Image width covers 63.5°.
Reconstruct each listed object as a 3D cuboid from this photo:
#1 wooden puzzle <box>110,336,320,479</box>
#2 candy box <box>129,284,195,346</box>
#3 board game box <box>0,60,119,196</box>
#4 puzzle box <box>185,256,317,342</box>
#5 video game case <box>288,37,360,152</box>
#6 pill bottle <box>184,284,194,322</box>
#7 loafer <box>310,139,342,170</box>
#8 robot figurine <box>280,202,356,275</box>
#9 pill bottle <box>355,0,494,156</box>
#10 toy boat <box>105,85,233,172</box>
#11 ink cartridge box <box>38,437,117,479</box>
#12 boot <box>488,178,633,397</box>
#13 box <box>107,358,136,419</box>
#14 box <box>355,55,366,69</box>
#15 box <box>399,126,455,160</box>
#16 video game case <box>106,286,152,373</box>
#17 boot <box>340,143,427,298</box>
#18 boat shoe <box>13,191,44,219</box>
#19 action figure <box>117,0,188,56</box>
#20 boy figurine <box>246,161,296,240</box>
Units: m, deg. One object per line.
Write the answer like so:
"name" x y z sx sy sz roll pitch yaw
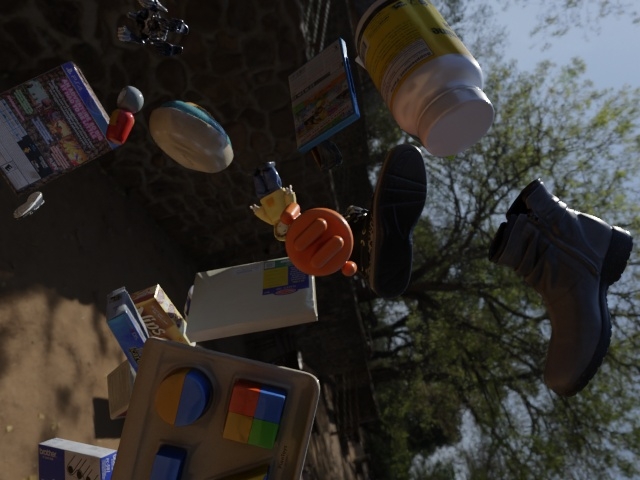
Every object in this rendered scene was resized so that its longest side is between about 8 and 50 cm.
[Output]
"wooden puzzle" -0.201 0.369 0.933 0.080 0.347 0.323 43 59 -85
"candy box" -0.658 0.342 2.083 0.088 0.182 0.317 -98 166 -57
"board game box" -0.707 -0.289 1.346 0.232 0.290 0.141 64 -11 -20
"puzzle box" -0.215 0.179 1.660 0.272 0.408 0.052 -94 173 -51
"video game case" 0.002 -0.238 0.848 0.015 0.119 0.167 26 47 -46
"pill bottle" -0.495 0.264 2.078 0.094 0.094 0.170 -103 -152 -47
"loafer" -0.015 -0.249 1.294 0.170 0.061 0.062 54 -22 13
"robot figurine" -0.001 -0.002 0.999 0.219 0.157 0.128 -48 145 -86
"pill bottle" 0.209 -0.337 1.051 0.188 0.187 0.334 74 -5 -59
"toy boat" -0.372 -0.286 1.278 0.267 0.317 0.148 74 32 -76
"ink cartridge box" -0.526 0.495 1.118 0.046 0.206 0.097 0 87 -61
"boot" 0.388 0.077 0.904 0.339 0.222 0.118 -65 -176 -22
"box" -0.589 0.474 1.671 0.232 0.126 0.149 -36 -120 45
"box" 0.212 -0.597 1.661 0.145 0.186 0.038 36 -28 -8
"box" 0.304 -0.292 1.465 0.178 0.043 0.109 22 12 -46
"video game case" -0.511 0.286 1.446 0.244 0.061 0.270 23 -42 65
"boot" 0.143 -0.061 1.364 0.284 0.138 0.378 -159 -109 -68
"boat shoe" -0.912 -0.102 1.621 0.125 0.046 0.038 -82 168 -49
"action figure" -0.510 -0.646 1.533 0.275 0.164 0.140 37 16 35
"boy figurine" -0.166 -0.123 1.810 0.286 0.177 0.092 71 21 -3
